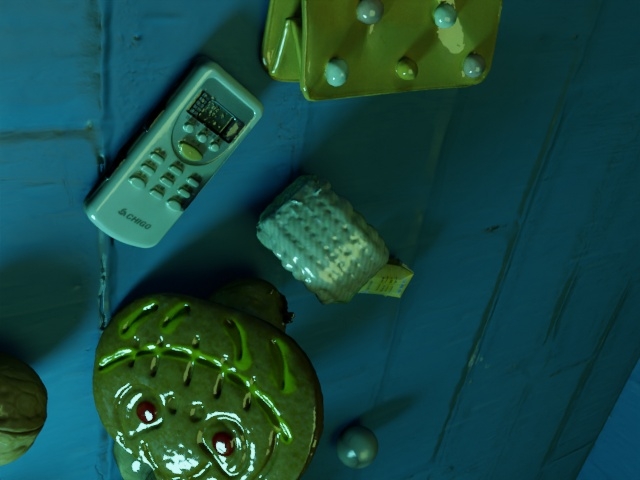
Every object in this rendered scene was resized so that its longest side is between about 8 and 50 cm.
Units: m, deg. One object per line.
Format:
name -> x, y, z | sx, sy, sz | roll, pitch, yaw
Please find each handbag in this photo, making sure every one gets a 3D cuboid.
handbag -> 0.116, -0.367, 1.028 | 0.401, 0.133, 0.282 | -11, 122, -32

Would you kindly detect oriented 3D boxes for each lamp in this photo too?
lamp -> 0.090, 0.510, 1.667 | 0.105, 0.105, 0.105 | -20, 131, -25

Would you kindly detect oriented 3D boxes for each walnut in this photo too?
walnut -> -0.497, 0.242, 0.977 | 0.207, 0.167, 0.167 | 27, 103, -44

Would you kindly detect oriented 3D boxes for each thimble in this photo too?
thimble -> 0.000, 0.000, 1.143 | 0.150, 0.219, 0.219 | -43, 137, -3

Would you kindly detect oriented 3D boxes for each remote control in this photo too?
remote control -> -0.218, -0.122, 0.994 | 0.296, 0.056, 0.140 | -50, 135, 3

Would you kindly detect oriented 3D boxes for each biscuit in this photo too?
biscuit -> -0.191, 0.267, 1.072 | 0.070, 0.395, 0.350 | -8, 107, -74

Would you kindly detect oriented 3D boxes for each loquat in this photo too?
loquat -> -0.143, 0.148, 1.181 | 0.205, 0.149, 0.172 | -29, -179, 12

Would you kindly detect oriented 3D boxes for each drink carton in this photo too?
drink carton -> 0.132, 0.075, 1.398 | 0.200, 0.074, 0.084 | 8, 116, -39

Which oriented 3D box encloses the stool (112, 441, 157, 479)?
stool -> -0.255, 0.452, 1.241 | 0.179, 0.264, 0.179 | -20, 131, -24
